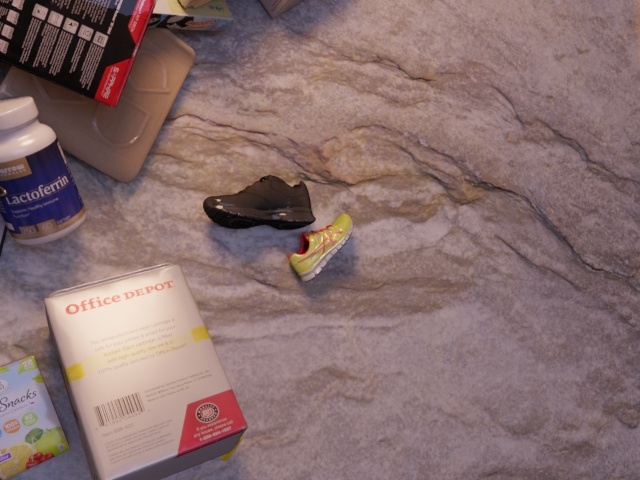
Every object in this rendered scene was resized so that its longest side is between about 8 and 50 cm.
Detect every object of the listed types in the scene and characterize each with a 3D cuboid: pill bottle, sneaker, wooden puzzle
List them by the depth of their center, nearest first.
[{"bbox_3d":[-0.574,-0.137,1.284,0.153,0.153,0.264,-28,123,-26],"label":"pill bottle"},{"bbox_3d":[-0.476,-0.348,1.418,0.322,0.081,0.347,33,76,-35],"label":"wooden puzzle"},{"bbox_3d":[-0.148,-0.094,1.576,0.287,0.109,0.130,2,77,-35],"label":"sneaker"},{"bbox_3d":[0.000,0.000,1.638,0.094,0.081,0.208,45,68,-12],"label":"sneaker"}]

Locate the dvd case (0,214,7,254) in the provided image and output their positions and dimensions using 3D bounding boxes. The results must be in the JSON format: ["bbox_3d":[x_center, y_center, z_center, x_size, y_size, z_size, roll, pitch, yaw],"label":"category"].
[{"bbox_3d":[-0.717,0.011,1.285,0.180,0.022,0.252,20,74,-45],"label":"dvd case"}]

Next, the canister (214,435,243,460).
[{"bbox_3d":[-0.267,0.425,1.436,0.170,0.126,0.073,13,37,-27],"label":"canister"}]

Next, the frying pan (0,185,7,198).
[{"bbox_3d":[-0.751,-0.106,1.211,0.326,0.053,0.197,36,83,19],"label":"frying pan"}]

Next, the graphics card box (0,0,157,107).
[{"bbox_3d":[-0.523,-0.429,1.231,0.371,0.094,0.232,20,100,-21],"label":"graphics card box"}]

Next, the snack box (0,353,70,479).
[{"bbox_3d":[-0.619,0.354,1.301,0.175,0.070,0.207,-22,92,-26],"label":"snack box"}]

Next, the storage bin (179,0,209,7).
[{"bbox_3d":[-0.261,-0.682,1.447,0.262,0.123,0.260,56,48,-12],"label":"storage bin"}]

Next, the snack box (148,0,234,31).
[{"bbox_3d":[-0.346,-0.565,1.460,0.322,0.060,0.187,-22,87,-55],"label":"snack box"}]

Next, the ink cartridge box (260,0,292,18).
[{"bbox_3d":[-0.109,-0.755,1.646,0.223,0.129,0.307,-40,101,-23],"label":"ink cartridge box"}]

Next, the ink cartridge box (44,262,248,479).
[{"bbox_3d":[-0.354,0.268,1.310,0.279,0.160,0.384,-14,64,-27],"label":"ink cartridge box"}]
